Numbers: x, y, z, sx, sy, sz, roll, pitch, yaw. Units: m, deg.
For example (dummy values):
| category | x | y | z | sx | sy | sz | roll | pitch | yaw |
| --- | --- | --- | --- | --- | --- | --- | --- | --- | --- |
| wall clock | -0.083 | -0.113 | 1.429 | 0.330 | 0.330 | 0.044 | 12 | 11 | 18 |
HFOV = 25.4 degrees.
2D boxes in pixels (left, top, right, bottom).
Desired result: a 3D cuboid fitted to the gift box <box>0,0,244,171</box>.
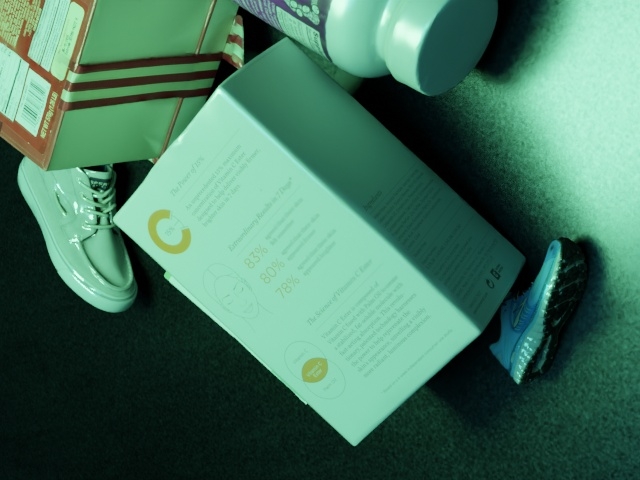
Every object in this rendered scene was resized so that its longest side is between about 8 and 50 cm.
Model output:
| category | x | y | z | sx | sy | sz | roll | pitch | yaw |
| --- | --- | --- | --- | --- | --- | --- | --- | --- | --- |
| gift box | -0.247 | -0.215 | 1.630 | 0.276 | 0.258 | 0.255 | 41 | 121 | 26 |

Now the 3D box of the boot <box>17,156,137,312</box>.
| category | x | y | z | sx | sy | sz | roll | pitch | yaw |
| --- | --- | --- | --- | --- | --- | --- | --- | --- | --- |
| boot | -0.297 | -0.040 | 1.804 | 0.258 | 0.095 | 0.123 | 54 | 133 | 19 |

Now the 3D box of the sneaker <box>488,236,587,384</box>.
| category | x | y | z | sx | sy | sz | roll | pitch | yaw |
| --- | --- | --- | --- | --- | --- | --- | --- | --- | --- |
| sneaker | 0.211 | 0.065 | 1.436 | 0.073 | 0.063 | 0.162 | 37 | 118 | 32 |

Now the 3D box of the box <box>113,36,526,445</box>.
| category | x | y | z | sx | sy | sz | roll | pitch | yaw |
| --- | --- | --- | --- | --- | --- | --- | --- | --- | --- |
| box | 0.000 | 0.000 | 1.457 | 0.345 | 0.168 | 0.215 | 43 | 125 | 0 |

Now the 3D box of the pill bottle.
| category | x | y | z | sx | sy | sz | roll | pitch | yaw |
| --- | --- | --- | --- | --- | --- | --- | --- | --- | --- |
| pill bottle | 0.028 | -0.271 | 1.455 | 0.301 | 0.169 | 0.169 | 35 | 118 | 29 |

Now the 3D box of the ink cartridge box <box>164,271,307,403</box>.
| category | x | y | z | sx | sy | sz | roll | pitch | yaw |
| --- | --- | --- | --- | --- | --- | --- | --- | --- | --- |
| ink cartridge box | -0.053 | 0.051 | 1.653 | 0.235 | 0.056 | 0.171 | 40 | 122 | 9 |
